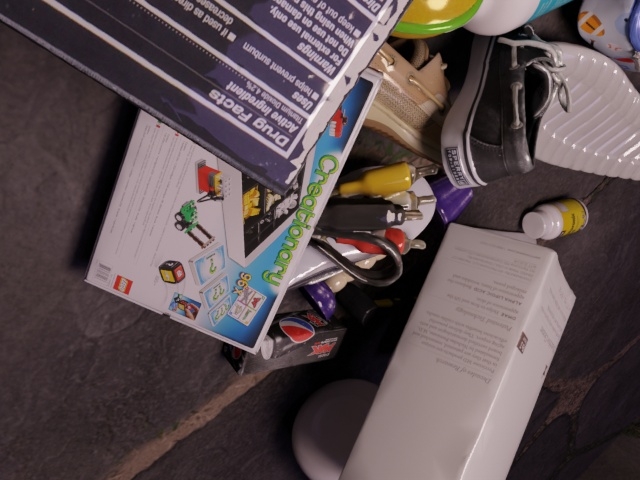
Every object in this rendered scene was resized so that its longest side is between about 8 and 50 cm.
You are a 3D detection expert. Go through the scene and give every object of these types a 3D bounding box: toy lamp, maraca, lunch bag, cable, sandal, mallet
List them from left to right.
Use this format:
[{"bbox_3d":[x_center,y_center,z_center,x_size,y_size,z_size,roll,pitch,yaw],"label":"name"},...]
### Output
[{"bbox_3d":[-0.009,-0.024,0.712,0.287,0.072,0.140,3,111,-3],"label":"cable"},{"bbox_3d":[0.096,0.092,0.990,0.189,0.062,0.039,-3,126,-56],"label":"mallet"},{"bbox_3d":[0.058,-0.246,0.569,0.099,0.185,0.127,99,15,-66],"label":"maraca"},{"bbox_3d":[0.095,0.001,0.878,0.274,0.080,0.080,-38,138,-11],"label":"toy lamp"},{"bbox_3d":[0.416,-0.191,0.983,0.416,0.102,0.169,17,124,-32],"label":"sandal"},{"bbox_3d":[0.472,-0.373,0.850,0.243,0.115,0.304,10,105,-46],"label":"lunch bag"}]

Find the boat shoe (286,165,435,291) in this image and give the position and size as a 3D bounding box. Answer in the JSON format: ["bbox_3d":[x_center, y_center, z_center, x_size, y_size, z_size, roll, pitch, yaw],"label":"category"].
[{"bbox_3d":[0.000,0.000,0.784,0.301,0.108,0.102,-28,178,-18],"label":"boat shoe"}]

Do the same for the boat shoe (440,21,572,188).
[{"bbox_3d":[0.225,-0.178,0.721,0.113,0.104,0.306,62,40,-28],"label":"boat shoe"}]

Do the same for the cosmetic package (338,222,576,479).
[{"bbox_3d":[0.198,0.198,0.869,0.217,0.156,0.385,37,73,-54],"label":"cosmetic package"}]

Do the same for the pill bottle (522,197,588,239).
[{"bbox_3d":[0.413,-0.037,1.125,0.116,0.065,0.065,-12,129,-32],"label":"pill bottle"}]

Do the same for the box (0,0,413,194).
[{"bbox_3d":[-0.076,-0.241,0.400,0.296,0.183,0.294,32,99,-23],"label":"box"}]

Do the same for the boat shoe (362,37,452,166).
[{"bbox_3d":[0.096,-0.169,0.711,0.341,0.121,0.110,15,111,-44],"label":"boat shoe"}]

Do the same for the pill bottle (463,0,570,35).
[{"bbox_3d":[0.221,-0.314,0.682,0.264,0.146,0.146,-30,136,-19],"label":"pill bottle"}]

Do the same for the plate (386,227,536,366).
[{"bbox_3d":[0.266,0.111,1.116,0.278,0.045,0.277,3,118,-48],"label":"plate"}]

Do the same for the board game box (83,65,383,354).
[{"bbox_3d":[-0.090,-0.057,0.611,0.192,0.053,0.305,24,110,-4],"label":"board game box"}]

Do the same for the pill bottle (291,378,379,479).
[{"bbox_3d":[0.076,0.386,1.087,0.181,0.181,0.323,-36,138,-12],"label":"pill bottle"}]

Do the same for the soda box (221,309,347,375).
[{"bbox_3d":[-0.048,0.138,0.886,0.168,0.053,0.060,-3,123,-39],"label":"soda box"}]
